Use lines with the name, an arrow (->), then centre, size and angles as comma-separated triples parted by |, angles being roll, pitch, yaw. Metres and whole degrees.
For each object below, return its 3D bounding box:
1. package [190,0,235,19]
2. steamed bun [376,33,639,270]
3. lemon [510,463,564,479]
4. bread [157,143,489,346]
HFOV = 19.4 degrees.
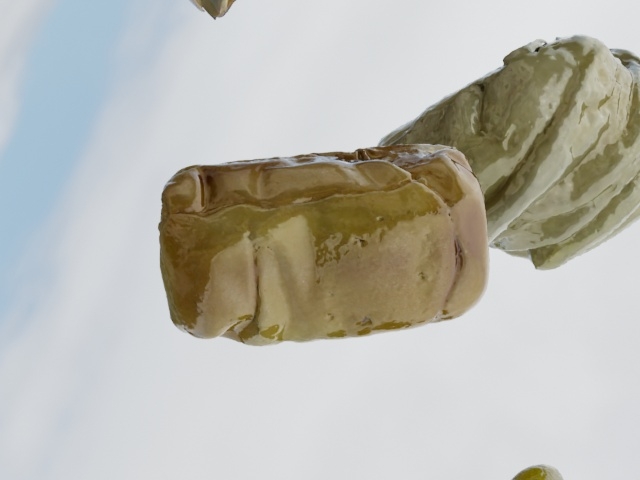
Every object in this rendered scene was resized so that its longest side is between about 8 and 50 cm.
package -> -0.128, -0.324, 1.418 | 0.165, 0.221, 0.311 | -37, -122, 9
steamed bun -> 0.236, -0.083, 2.109 | 0.325, 0.230, 0.372 | -30, 175, 28
lemon -> 0.229, 0.279, 2.025 | 0.092, 0.065, 0.065 | -44, -171, -23
bread -> 0.000, 0.000, 1.692 | 0.132, 0.294, 0.167 | -104, -169, -52
